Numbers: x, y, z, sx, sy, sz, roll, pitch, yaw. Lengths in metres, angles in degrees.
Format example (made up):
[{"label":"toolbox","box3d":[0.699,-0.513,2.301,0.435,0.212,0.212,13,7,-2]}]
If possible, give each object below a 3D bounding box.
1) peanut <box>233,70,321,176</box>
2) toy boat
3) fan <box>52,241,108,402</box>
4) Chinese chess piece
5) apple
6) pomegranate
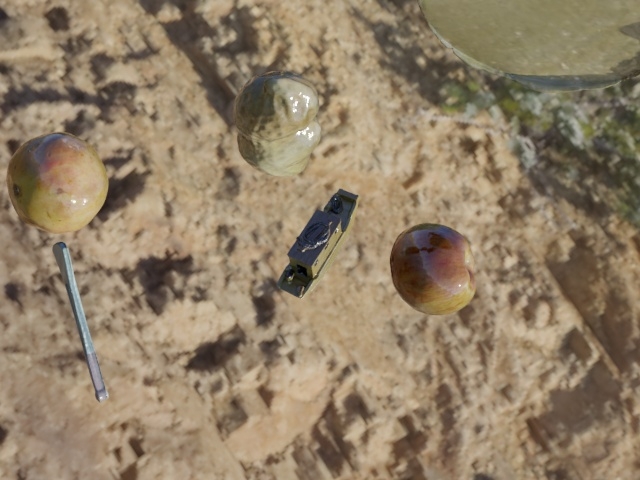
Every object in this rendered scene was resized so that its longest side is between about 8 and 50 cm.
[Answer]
[{"label":"peanut","box3d":[-0.051,-0.139,1.100,0.228,0.104,0.085,90,11,-75]},{"label":"toy boat","box3d":[0.000,0.000,1.434,0.057,0.200,0.077,23,-29,19]},{"label":"fan","box3d":[-0.403,0.138,1.575,0.023,0.057,0.282,-19,95,-36]},{"label":"Chinese chess piece","box3d":[0.276,-0.317,1.117,0.338,0.338,0.140,39,63,-46]},{"label":"apple","box3d":[0.150,0.035,1.237,0.126,0.102,0.126,43,40,-51]},{"label":"pomegranate","box3d":[-0.487,-0.108,1.743,0.191,0.191,0.191,49,15,-19]}]
